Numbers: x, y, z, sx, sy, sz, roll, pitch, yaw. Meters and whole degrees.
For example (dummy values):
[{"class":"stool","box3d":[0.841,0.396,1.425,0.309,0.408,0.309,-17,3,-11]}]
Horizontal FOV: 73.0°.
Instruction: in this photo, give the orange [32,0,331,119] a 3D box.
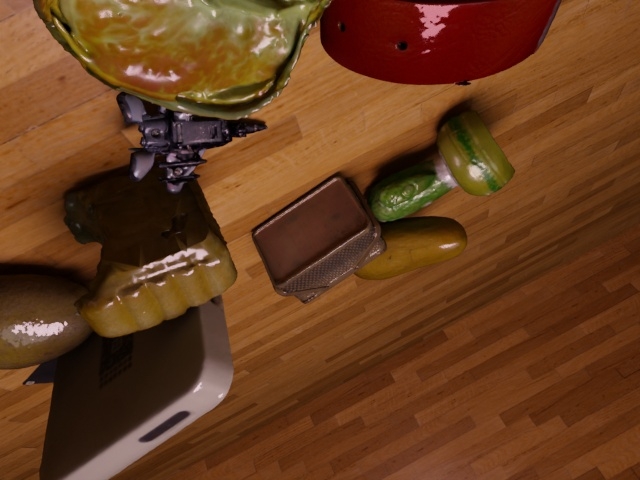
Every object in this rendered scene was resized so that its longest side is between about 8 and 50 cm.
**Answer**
[{"class":"orange","box3d":[-0.108,-0.278,0.422,0.263,0.196,0.334,14,127,-30]}]

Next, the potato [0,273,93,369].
[{"class":"potato","box3d":[-0.507,0.135,0.739,0.252,0.159,0.174,-7,164,-28]}]

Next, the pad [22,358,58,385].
[{"class":"pad","box3d":[-0.615,0.297,1.046,0.193,0.004,0.116,-42,148,19]}]

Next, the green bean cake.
[{"class":"green bean cake","box3d":[-0.270,0.002,0.665,0.233,0.236,0.124,-22,146,-15]}]

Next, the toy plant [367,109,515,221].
[{"class":"toy plant","box3d":[0.248,-0.133,0.969,0.316,0.184,0.224,-33,169,27]}]

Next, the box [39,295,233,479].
[{"class":"box","box3d":[-0.325,0.189,0.769,0.367,0.373,0.090,-35,134,12]}]

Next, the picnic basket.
[{"class":"picnic basket","box3d":[0.000,0.000,0.951,0.267,0.165,0.139,-34,148,7]}]

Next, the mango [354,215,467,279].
[{"class":"mango","box3d":[0.207,0.013,1.085,0.332,0.142,0.195,-14,-169,31]}]

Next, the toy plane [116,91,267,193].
[{"class":"toy plane","box3d":[-0.172,-0.161,0.645,0.246,0.078,0.169,-14,112,-37]}]

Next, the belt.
[{"class":"belt","box3d":[0.160,-0.308,0.545,0.324,0.227,0.115,-6,149,-2]}]
